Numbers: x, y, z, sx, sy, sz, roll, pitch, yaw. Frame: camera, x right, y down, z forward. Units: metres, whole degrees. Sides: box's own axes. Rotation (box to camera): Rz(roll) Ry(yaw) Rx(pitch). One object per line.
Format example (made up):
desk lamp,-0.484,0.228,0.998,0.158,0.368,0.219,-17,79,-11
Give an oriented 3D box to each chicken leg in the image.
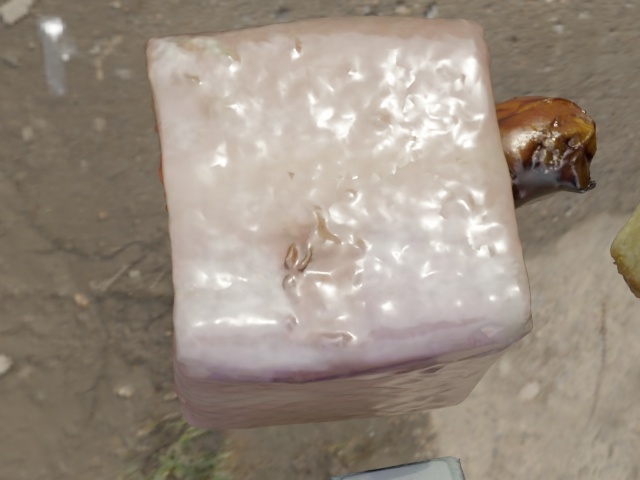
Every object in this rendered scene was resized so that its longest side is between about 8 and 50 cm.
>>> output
chicken leg,0.096,-0.034,1.244,0.304,0.113,0.093,-27,112,20

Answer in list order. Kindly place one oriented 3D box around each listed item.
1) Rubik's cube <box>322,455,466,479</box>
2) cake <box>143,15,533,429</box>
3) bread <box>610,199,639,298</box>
Rubik's cube,0.020,0.291,0.959,0.207,0.205,0.205,-10,113,0
cake,0.000,0.000,0.992,0.230,0.309,0.237,-2,74,-6
bread,0.445,0.032,1.251,0.279,0.279,0.207,19,111,-27
